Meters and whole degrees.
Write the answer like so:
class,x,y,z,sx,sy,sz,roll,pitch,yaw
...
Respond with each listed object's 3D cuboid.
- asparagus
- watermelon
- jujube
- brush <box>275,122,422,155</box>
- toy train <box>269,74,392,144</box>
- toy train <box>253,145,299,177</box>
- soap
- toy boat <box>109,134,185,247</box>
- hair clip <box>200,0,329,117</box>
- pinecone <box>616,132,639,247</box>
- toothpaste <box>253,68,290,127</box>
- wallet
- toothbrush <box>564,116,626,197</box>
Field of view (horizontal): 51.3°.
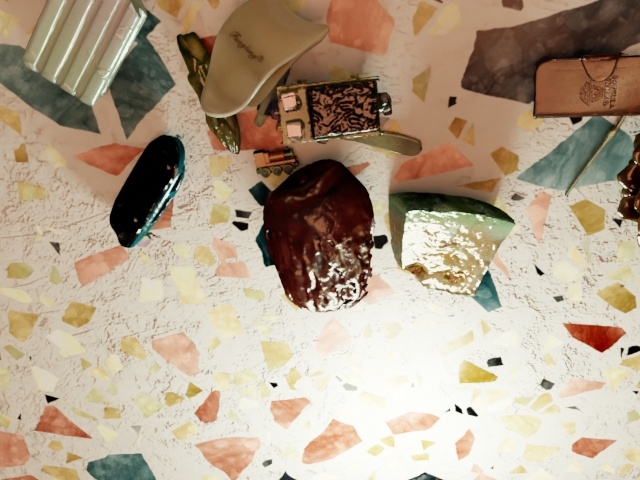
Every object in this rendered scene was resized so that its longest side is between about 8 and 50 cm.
class,x,y,z,sx,sy,sz,roll,pitch,yaw
asparagus,-0.234,-0.312,1.454,0.080,0.080,0.287,-13,120,11
watermelon,0.284,-0.021,1.573,0.264,0.151,0.302,6,139,-4
jujube,0.000,0.000,1.543,0.259,0.258,0.376,-1,116,5
brush,0.068,-0.244,1.507,0.337,0.020,0.085,11,120,-3
toy train,0.023,-0.270,1.388,0.261,0.177,0.133,-6,106,2
toy train,-0.102,-0.183,1.545,0.103,0.044,0.064,-8,110,9
soap,-0.477,-0.445,1.379,0.173,0.095,0.289,32,118,-14
toy boat,-0.387,-0.115,1.579,0.092,0.134,0.299,10,128,-47
hair clip,-0.137,-0.371,1.353,0.172,0.113,0.282,49,121,17
pinecone,0.839,-0.109,1.359,0.398,0.397,0.397,2,121,3
toothpaste,-0.095,-0.337,1.444,0.037,0.062,0.216,23,123,-12
wallet,0.580,-0.324,1.400,0.256,0.031,0.137,0,117,11
toothbrush,0.628,-0.217,1.483,0.028,0.026,0.294,25,120,5
